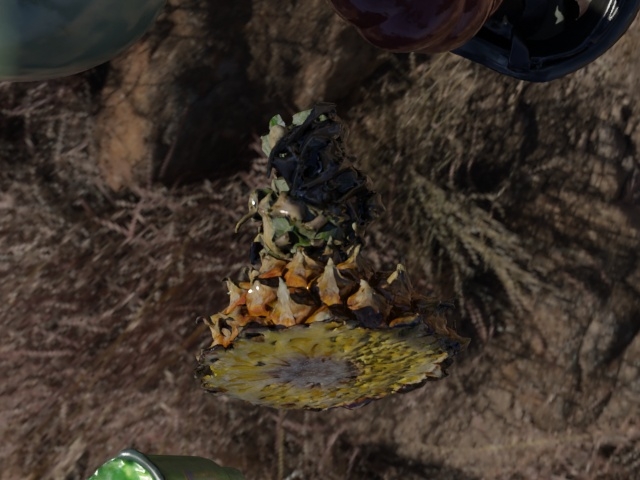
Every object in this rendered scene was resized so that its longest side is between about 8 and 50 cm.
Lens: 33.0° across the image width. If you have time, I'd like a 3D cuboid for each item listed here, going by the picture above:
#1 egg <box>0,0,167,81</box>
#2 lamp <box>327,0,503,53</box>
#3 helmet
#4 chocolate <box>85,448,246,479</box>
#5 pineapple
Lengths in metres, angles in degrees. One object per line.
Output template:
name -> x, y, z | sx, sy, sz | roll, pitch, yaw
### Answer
egg -> -0.207, -0.202, 0.619 | 0.203, 0.203, 0.282 | -25, 148, 32
lamp -> 0.068, -0.235, 0.858 | 0.140, 0.182, 0.182 | -12, 113, 52
helmet -> 0.179, -0.310, 1.088 | 0.305, 0.177, 0.225 | 32, 116, -12
chocolate -> -0.157, 0.290, 1.223 | 0.110, 0.291, 0.110 | -3, 80, 17
pineapple -> 0.000, 0.000, 1.039 | 0.262, 0.272, 0.262 | -4, 154, -2
